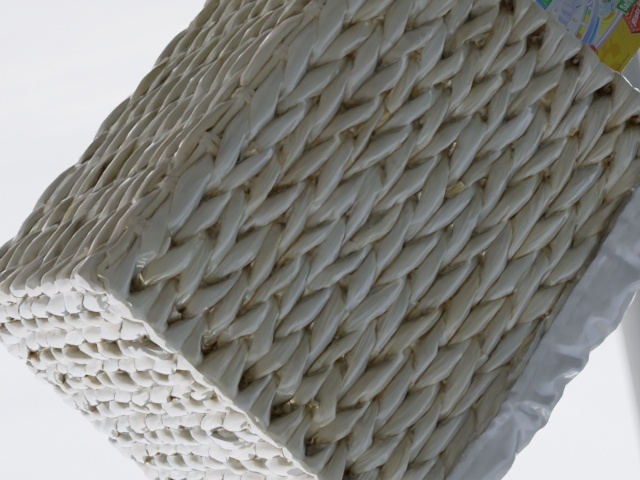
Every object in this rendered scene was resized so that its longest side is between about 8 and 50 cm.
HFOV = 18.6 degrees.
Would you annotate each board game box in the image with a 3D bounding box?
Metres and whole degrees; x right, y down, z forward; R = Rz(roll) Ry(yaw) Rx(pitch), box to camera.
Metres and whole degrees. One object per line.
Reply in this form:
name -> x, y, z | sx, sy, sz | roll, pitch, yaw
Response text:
board game box -> 0.178, -0.153, 1.441 | 0.154, 0.103, 0.026 | -53, -172, -14

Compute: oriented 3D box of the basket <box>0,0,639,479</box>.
basket -> 0.000, 0.000, 1.215 | 0.331, 0.266, 0.328 | -52, -164, -19
